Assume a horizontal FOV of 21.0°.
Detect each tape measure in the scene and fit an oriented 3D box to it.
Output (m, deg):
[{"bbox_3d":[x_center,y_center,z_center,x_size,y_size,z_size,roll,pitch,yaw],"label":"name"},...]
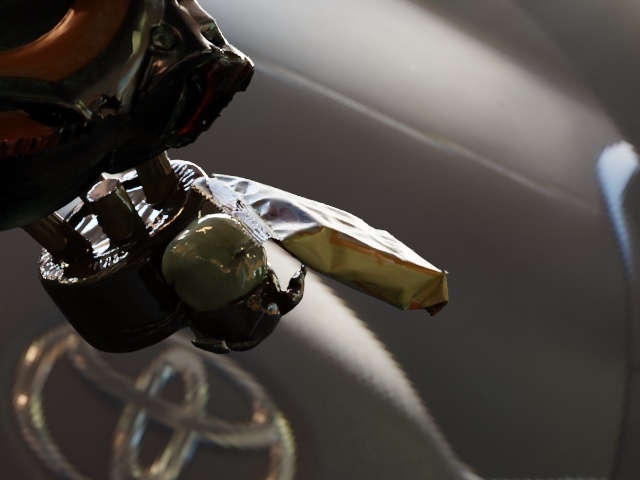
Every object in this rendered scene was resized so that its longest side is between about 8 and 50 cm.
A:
[{"bbox_3d":[-0.167,-0.106,0.806,0.223,0.135,0.202,-26,70,-34],"label":"tape measure"}]

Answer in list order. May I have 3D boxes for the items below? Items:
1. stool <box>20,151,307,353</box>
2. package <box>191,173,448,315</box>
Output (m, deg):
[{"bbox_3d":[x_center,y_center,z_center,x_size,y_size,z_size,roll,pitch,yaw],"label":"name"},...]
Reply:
[{"bbox_3d":[-0.102,0.004,1.070,0.217,0.125,0.121,18,-36,50],"label":"stool"},{"bbox_3d":[0.002,0.001,0.895,0.121,0.031,0.108,21,8,-27],"label":"package"}]
